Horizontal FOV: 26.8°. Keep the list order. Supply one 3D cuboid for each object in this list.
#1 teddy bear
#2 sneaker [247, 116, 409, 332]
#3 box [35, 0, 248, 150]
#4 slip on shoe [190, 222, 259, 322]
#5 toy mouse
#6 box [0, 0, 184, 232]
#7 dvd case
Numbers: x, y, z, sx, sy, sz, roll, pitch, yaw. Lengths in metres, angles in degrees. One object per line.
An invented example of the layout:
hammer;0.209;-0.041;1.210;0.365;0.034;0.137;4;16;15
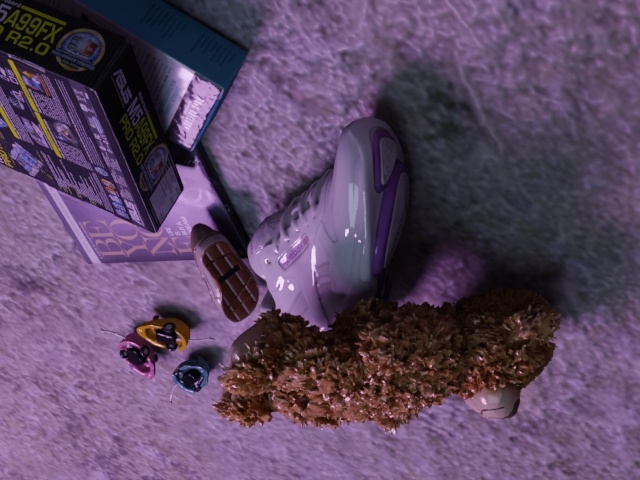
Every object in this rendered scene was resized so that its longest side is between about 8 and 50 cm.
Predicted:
teddy bear;0.062;0.127;1.265;0.338;0.113;0.245;3;146;-24
sneaker;0.000;0.000;1.287;0.152;0.114;0.305;18;138;9
box;-0.197;-0.190;1.239;0.244;0.060;0.100;31;140;-4
slip on shoe;-0.104;0.034;1.414;0.041;0.051;0.135;46;169;40
toy mouse;-0.181;0.140;1.592;0.161;0.031;0.143;10;136;19
box;-0.253;-0.128;1.247;0.216;0.060;0.270;24;158;17
dvd case;-0.195;-0.041;1.424;0.221;0.018;0.164;-2;132;30
